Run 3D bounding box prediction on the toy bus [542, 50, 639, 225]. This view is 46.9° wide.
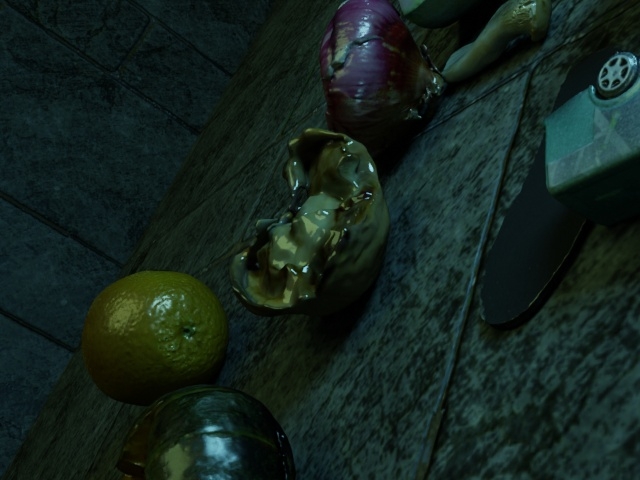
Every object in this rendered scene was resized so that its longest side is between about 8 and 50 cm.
[{"bbox_3d":[0.271,-0.097,0.492,0.262,0.091,0.109,-31,42,53],"label":"toy bus"}]

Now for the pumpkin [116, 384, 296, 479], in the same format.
[{"bbox_3d":[-0.107,0.253,0.704,0.238,0.159,0.237,-33,51,51],"label":"pumpkin"}]

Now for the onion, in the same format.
[{"bbox_3d":[0.087,-0.222,1.015,0.163,0.230,0.230,0,48,21],"label":"onion"}]

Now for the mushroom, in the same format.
[{"bbox_3d":[0.216,-0.248,0.930,0.059,0.054,0.202,-58,13,-25],"label":"mushroom"}]

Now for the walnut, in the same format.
[{"bbox_3d":[0.008,-0.001,0.885,0.204,0.141,0.238,23,83,54],"label":"walnut"}]

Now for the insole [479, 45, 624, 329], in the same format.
[{"bbox_3d":[0.214,-0.057,0.667,0.110,0.012,0.309,-24,36,57],"label":"insole"}]

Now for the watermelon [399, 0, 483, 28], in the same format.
[{"bbox_3d":[0.199,-0.441,1.066,0.224,0.180,0.305,-57,-4,40],"label":"watermelon"}]

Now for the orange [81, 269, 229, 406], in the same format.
[{"bbox_3d":[-0.255,0.150,1.144,0.236,0.236,0.236,-47,21,24],"label":"orange"}]
